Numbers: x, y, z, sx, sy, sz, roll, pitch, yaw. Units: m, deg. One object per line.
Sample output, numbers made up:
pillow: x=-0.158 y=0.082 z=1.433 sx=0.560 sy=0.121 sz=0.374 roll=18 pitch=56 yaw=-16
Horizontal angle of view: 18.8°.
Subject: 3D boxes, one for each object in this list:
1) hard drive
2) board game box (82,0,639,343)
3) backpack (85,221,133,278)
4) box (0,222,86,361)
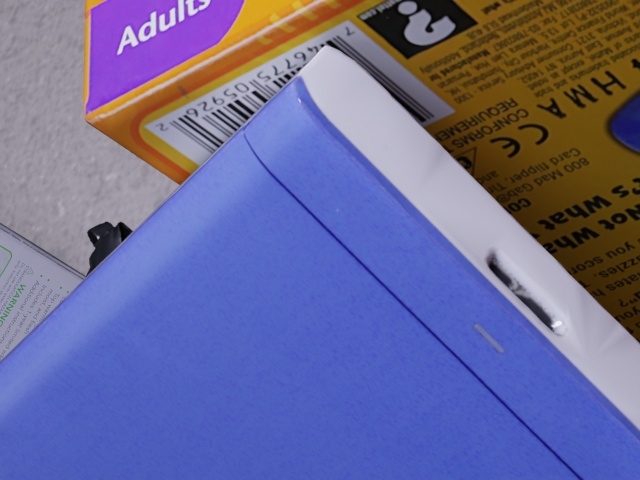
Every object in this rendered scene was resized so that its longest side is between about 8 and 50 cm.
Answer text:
hard drive: x=-0.019 y=0.091 z=0.746 sx=0.319 sy=0.210 sz=0.040 roll=-41 pitch=7 yaw=43
board game box: x=0.153 y=-0.176 z=0.808 sx=0.356 sy=0.356 sz=0.356 roll=-25 pitch=50 yaw=28
backpack: x=-0.061 y=0.077 z=1.009 sx=0.182 sy=0.115 sz=0.152 roll=18 pitch=98 yaw=56
box: x=-0.264 y=0.092 z=1.096 sx=0.127 sy=0.231 sz=0.262 roll=26 pitch=84 yaw=46
